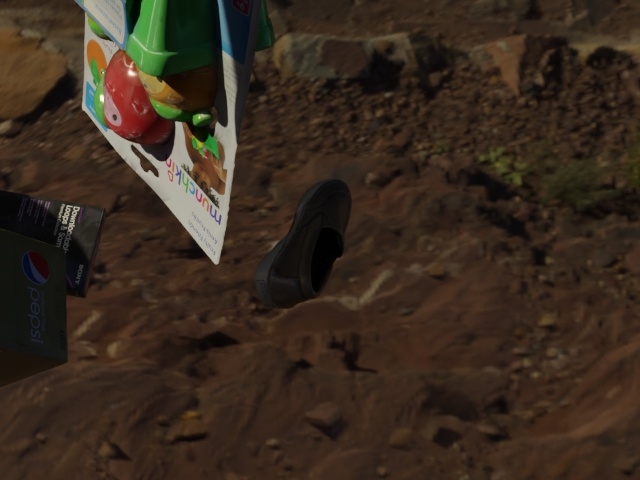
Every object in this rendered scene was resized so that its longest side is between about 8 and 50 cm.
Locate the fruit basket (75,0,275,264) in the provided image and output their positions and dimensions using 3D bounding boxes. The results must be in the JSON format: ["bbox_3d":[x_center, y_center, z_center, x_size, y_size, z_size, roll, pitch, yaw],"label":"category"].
[{"bbox_3d":[-0.187,-0.194,1.255,0.165,0.327,0.353,-16,139,-36],"label":"fruit basket"}]

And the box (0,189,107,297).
[{"bbox_3d":[-0.354,0.001,1.432,0.162,0.029,0.116,10,65,-2],"label":"box"}]

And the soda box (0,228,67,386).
[{"bbox_3d":[-0.210,0.052,0.591,0.058,0.181,0.061,22,54,-50],"label":"soda box"}]

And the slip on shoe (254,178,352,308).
[{"bbox_3d":[0.000,0.000,0.822,0.135,0.041,0.051,-51,128,-51],"label":"slip on shoe"}]
